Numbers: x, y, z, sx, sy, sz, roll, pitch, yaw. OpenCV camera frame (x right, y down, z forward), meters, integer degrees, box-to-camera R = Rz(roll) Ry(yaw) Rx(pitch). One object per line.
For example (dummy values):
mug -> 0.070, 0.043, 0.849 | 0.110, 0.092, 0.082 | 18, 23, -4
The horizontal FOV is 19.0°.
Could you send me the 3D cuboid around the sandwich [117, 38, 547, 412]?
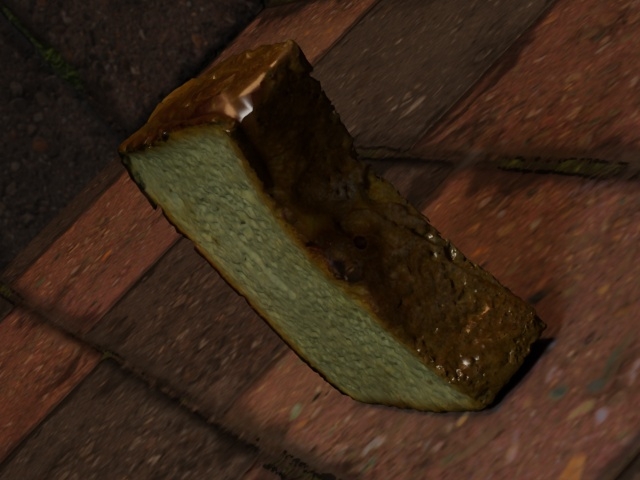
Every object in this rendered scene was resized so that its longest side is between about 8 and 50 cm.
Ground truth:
sandwich -> 0.000, 0.000, 1.015 | 0.065, 0.214, 0.186 | -48, 13, -18
